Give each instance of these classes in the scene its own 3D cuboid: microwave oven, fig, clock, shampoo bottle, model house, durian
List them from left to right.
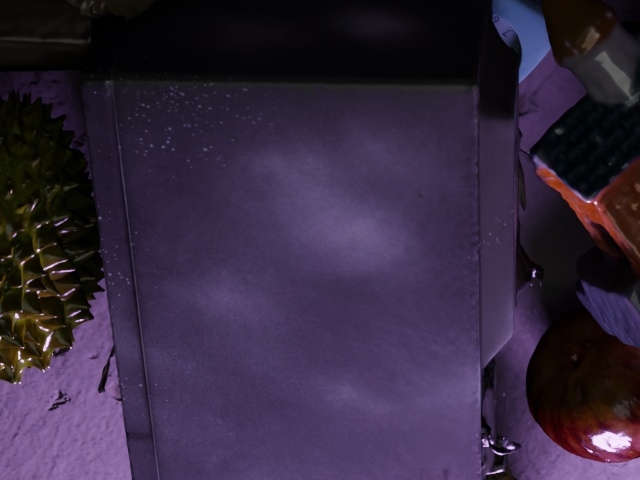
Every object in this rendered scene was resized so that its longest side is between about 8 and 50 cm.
[{"bbox_3d":[-0.344,-0.178,1.650,0.350,0.125,0.084,-1,91,6],"label":"shampoo bottle"},{"bbox_3d":[-0.307,0.003,1.684,0.291,0.225,0.291,5,125,8],"label":"durian"},{"bbox_3d":[0.000,0.000,1.678,0.374,0.236,0.432,2,123,8],"label":"microwave oven"},{"bbox_3d":[0.127,-0.165,1.729,0.108,0.045,0.147,30,116,-19],"label":"clock"},{"bbox_3d":[0.269,0.142,1.875,0.149,0.148,0.202,28,158,18],"label":"fig"},{"bbox_3d":[0.272,-0.102,1.685,0.271,0.190,0.301,-42,107,-4],"label":"model house"}]

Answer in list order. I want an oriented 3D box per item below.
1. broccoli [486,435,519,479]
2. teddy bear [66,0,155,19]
[{"bbox_3d":[0.097,0.330,1.910,0.277,0.317,0.338,-24,161,-3],"label":"broccoli"},{"bbox_3d":[-0.168,-0.337,1.530,0.256,0.156,0.267,37,81,3],"label":"teddy bear"}]
